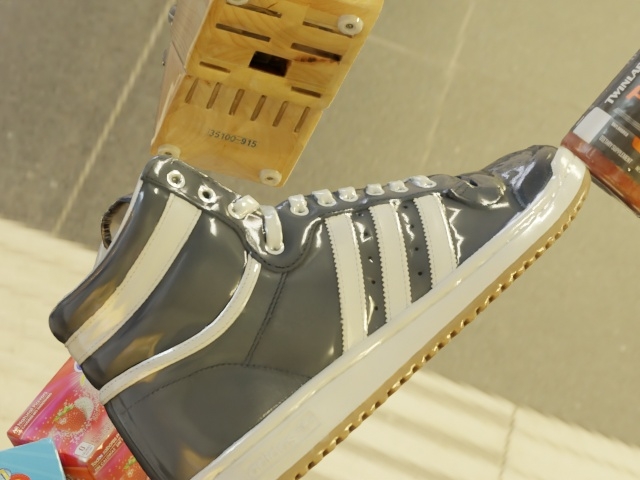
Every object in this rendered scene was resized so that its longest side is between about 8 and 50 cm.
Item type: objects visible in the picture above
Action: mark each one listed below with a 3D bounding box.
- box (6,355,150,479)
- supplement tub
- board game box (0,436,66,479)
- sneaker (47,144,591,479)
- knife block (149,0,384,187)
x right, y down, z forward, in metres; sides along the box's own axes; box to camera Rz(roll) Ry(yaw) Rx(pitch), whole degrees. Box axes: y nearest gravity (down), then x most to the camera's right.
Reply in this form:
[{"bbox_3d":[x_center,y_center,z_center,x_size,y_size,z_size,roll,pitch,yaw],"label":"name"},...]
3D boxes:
[{"bbox_3d":[-0.196,0.167,1.784,0.128,0.123,0.257,12,51,37],"label":"box"},{"bbox_3d":[0.303,-0.121,1.414,0.106,0.106,0.198,41,95,18],"label":"supplement tub"},{"bbox_3d":[-0.399,0.362,1.697,0.301,0.308,0.086,-13,47,-15],"label":"board game box"},{"bbox_3d":[0.000,0.000,0.794,0.282,0.099,0.153,-40,86,-29],"label":"sneaker"},{"bbox_3d":[-0.034,-0.171,1.023,0.088,0.276,0.242,13,58,-12],"label":"knife block"}]
